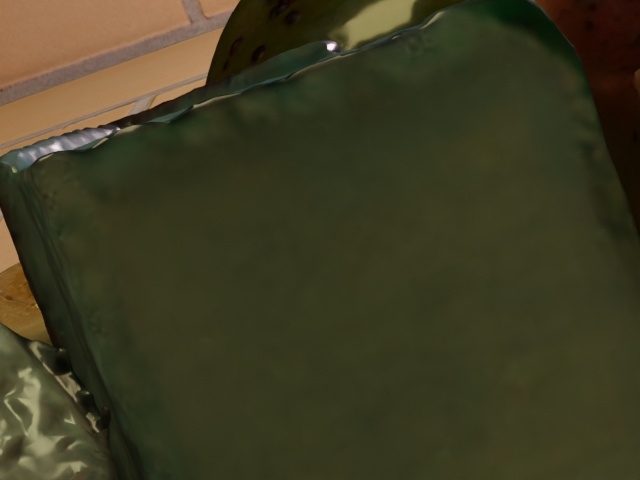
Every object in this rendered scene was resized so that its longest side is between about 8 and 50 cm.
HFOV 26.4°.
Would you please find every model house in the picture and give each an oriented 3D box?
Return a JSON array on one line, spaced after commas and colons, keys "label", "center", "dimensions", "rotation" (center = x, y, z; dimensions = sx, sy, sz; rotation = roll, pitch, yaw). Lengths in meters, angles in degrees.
[{"label": "model house", "center": [0.002, 0.056, 0.628], "dimensions": [0.230, 0.280, 0.249], "rotation": [-20, 5, -14]}]

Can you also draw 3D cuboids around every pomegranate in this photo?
[{"label": "pomegranate", "center": [0.085, -0.087, 0.789], "dimensions": [0.291, 0.323, 0.291], "rotation": [20, 30, -12]}]

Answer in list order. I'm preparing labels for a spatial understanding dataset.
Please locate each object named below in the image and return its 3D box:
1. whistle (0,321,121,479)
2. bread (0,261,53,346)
[{"label": "whistle", "center": [-0.080, 0.165, 0.419], "dimensions": [0.189, 0.189, 0.348], "rotation": [-23, 50, -9]}, {"label": "bread", "center": [-0.190, 0.071, 1.039], "dimensions": [0.213, 0.104, 0.213], "rotation": [-18, 21, 7]}]
